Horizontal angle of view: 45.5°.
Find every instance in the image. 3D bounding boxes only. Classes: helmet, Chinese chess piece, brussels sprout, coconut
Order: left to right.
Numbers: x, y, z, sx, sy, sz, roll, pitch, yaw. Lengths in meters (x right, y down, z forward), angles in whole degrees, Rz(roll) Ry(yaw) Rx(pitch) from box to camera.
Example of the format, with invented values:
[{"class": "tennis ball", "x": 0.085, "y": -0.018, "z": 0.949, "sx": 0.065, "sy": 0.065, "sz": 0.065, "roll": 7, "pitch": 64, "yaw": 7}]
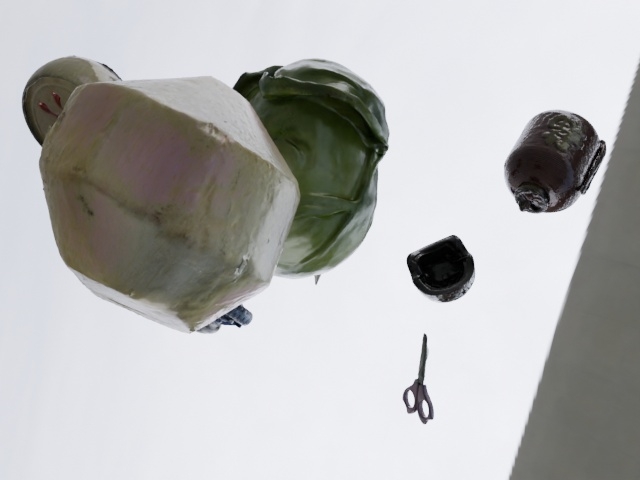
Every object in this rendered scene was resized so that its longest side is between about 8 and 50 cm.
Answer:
[{"class": "Chinese chess piece", "x": -0.491, "y": -0.256, "z": 1.575, "sx": 0.249, "sy": 0.250, "sz": 0.103, "roll": -33, "pitch": -163, "yaw": 43}, {"class": "coconut", "x": -0.131, "y": -0.045, "z": 0.681, "sx": 0.197, "sy": 0.236, "sz": 0.237, "roll": 3, "pitch": -101, "yaw": 53}, {"class": "brussels sprout", "x": -0.033, "y": -0.088, "z": 0.964, "sx": 0.294, "sy": 0.227, "sz": 0.260, "roll": 125, "pitch": -19, "yaw": -68}, {"class": "helmet", "x": 0.297, "y": 0.085, "z": 1.820, "sx": 0.153, "sy": 0.107, "sz": 0.177, "roll": -23, "pitch": -134, "yaw": 6}]

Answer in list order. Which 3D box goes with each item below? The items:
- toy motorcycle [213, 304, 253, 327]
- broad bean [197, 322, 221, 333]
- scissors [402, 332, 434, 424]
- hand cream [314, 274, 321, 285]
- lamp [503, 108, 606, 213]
[{"class": "toy motorcycle", "x": -0.190, "y": 0.035, "z": 0.913, "sx": 0.092, "sy": 0.254, "sz": 0.135, "roll": -59, "pitch": -163, "yaw": -9}, {"class": "broad bean", "x": -0.288, "y": 0.161, "z": 1.862, "sx": 0.144, "sy": 0.049, "sz": 0.292, "roll": 55, "pitch": -33, "yaw": 2}, {"class": "scissors", "x": 0.232, "y": 0.312, "z": 1.743, "sx": 0.110, "sy": 0.021, "sz": 0.212, "roll": 24, "pitch": -67, "yaw": 54}, {"class": "hand cream", "x": 0.000, "y": 0.000, "z": 1.689, "sx": 0.276, "sy": 0.059, "sz": 0.095, "roll": 99, "pitch": -10, "yaw": -60}, {"class": "lamp", "x": 0.482, "y": -0.160, "z": 1.572, "sx": 0.180, "sy": 0.180, "sz": 0.258, "roll": -11, "pitch": -141, "yaw": 52}]
